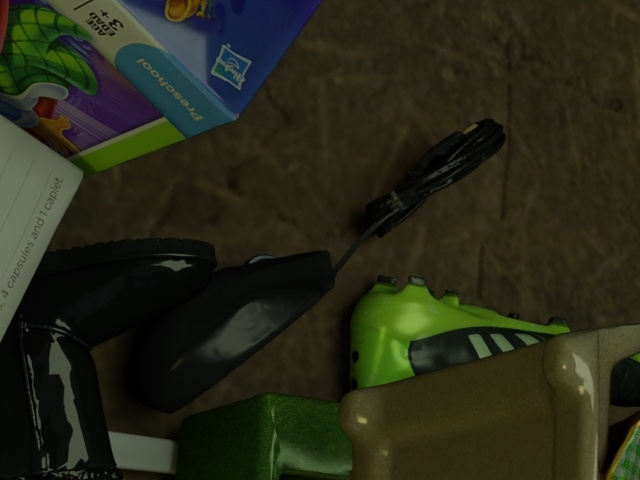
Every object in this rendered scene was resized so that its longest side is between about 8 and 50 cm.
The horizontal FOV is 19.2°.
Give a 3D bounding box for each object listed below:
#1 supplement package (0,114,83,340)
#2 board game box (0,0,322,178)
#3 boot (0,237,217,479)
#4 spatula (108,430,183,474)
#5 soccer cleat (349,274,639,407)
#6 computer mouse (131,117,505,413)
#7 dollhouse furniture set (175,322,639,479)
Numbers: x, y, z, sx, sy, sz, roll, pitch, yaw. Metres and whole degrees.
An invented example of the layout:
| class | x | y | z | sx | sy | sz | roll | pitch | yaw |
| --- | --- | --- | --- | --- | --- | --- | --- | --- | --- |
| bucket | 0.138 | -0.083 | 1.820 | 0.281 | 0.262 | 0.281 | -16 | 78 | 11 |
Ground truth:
| class | x | y | z | sx | sy | sz | roll | pitch | yaw |
| --- | --- | --- | --- | --- | --- | --- | --- | --- | --- |
| supplement package | -0.231 | 0.012 | 0.655 | 0.203 | 0.149 | 0.194 | 35 | 63 | -26 |
| board game box | -0.190 | -0.161 | 0.666 | 0.347 | 0.233 | 0.078 | 44 | 59 | -20 |
| boot | -0.098 | 0.053 | 0.782 | 0.121 | 0.045 | 0.099 | -7 | 74 | -4 |
| spatula | -0.041 | 0.157 | 0.847 | 0.242 | 0.019 | 0.168 | 11 | 76 | -30 |
| soccer cleat | 0.091 | 0.069 | 0.936 | 0.179 | 0.060 | 0.072 | 15 | 82 | -26 |
| computer mouse | 0.000 | 0.000 | 0.875 | 0.242 | 0.071 | 0.041 | -38 | 91 | -36 |
| dollhouse furniture set | 0.066 | 0.154 | 0.723 | 0.151 | 0.301 | 0.197 | 13 | 72 | -27 |
